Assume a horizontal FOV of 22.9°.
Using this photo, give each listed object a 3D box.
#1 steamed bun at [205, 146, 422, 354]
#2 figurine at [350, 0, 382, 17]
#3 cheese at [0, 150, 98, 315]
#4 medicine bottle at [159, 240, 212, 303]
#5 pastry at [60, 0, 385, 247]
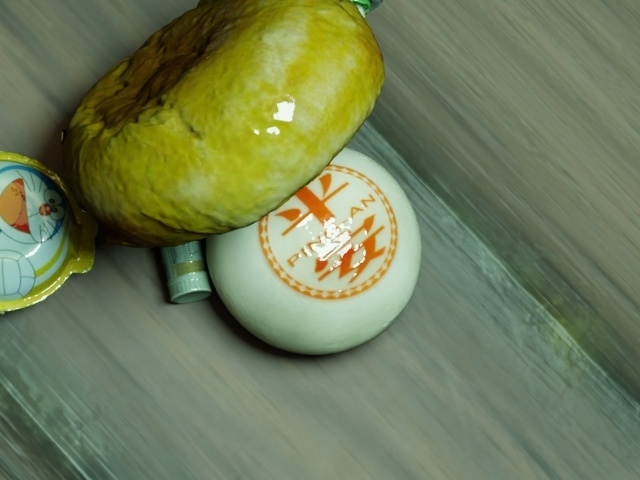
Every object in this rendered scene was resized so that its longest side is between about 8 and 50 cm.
[{"bbox_3d":[0.000,0.000,1.653,0.232,0.145,0.231,5,70,-15],"label":"steamed bun"},{"bbox_3d":[0.007,-0.199,1.749,0.132,0.132,0.153,0,85,-13],"label":"figurine"},{"bbox_3d":[-0.365,-0.015,1.618,0.270,0.069,0.177,9,70,-10],"label":"cheese"},{"bbox_3d":[-0.144,0.021,1.670,0.047,0.047,0.083,-9,74,-16],"label":"medicine bottle"},{"bbox_3d":[-0.103,-0.131,1.585,0.356,0.356,0.164,-42,116,-21],"label":"pastry"}]
